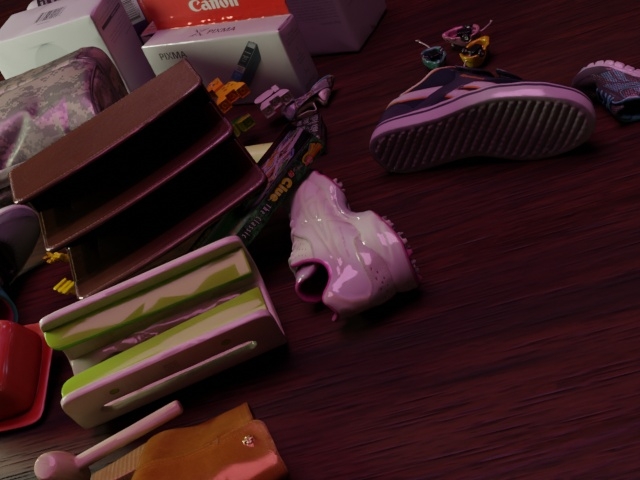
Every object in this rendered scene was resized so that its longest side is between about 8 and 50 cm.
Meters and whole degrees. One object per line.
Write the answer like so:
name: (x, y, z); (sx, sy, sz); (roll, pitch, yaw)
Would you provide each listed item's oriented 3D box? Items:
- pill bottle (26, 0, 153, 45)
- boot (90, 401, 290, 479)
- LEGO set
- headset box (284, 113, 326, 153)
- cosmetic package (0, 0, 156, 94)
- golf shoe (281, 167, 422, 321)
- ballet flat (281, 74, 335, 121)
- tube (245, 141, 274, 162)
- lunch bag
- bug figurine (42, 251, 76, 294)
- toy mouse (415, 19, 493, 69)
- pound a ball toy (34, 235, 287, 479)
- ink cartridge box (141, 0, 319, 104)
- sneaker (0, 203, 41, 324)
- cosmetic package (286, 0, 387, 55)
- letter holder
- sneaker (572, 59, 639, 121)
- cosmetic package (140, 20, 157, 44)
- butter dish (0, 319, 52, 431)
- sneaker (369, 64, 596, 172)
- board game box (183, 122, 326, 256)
pill bottle: (-0.474, -0.445, 2.197); (0.323, 0.181, 0.181); (-25, 35, -1)
boot: (-0.128, 0.284, 1.093); (0.211, 0.104, 0.295); (-25, 30, 0)
LEGO set: (-0.168, -0.211, 1.759); (0.227, 0.087, 0.093); (-36, 32, -1)
headset box: (-0.024, -0.158, 1.678); (0.062, 0.032, 0.083); (-17, 36, 12)
cosmetic package: (-0.451, -0.323, 1.983); (0.224, 0.224, 0.138); (-11, 34, 18)
golf shoe: (0.000, 0.000, 1.389); (0.140, 0.115, 0.306); (-36, 35, -11)
ballet flat: (-0.011, -0.231, 1.770); (0.114, 0.041, 0.041); (-37, 36, -17)
tube: (-0.153, -0.114, 1.659); (0.240, 0.070, 0.062); (-6, 26, 22)
lunch bag: (-0.462, -0.160, 1.763); (0.305, 0.212, 0.256); (-21, 22, 4)
bug figurine: (-0.284, -0.004, 1.596); (0.279, 0.072, 0.216); (-44, 33, -19)
toy mouse: (0.216, -0.310, 1.737); (0.143, 0.031, 0.161); (10, 47, 39)
pound a ball toy: (-0.198, 0.162, 1.303); (0.319, 0.136, 0.208); (-25, 60, 0)
ink cartridge box: (-0.179, -0.357, 1.833); (0.296, 0.261, 0.066); (0, 40, 31)
sneaker: (-0.490, 0.065, 1.577); (0.178, 0.124, 0.295); (8, 53, 45)
cosmetic package: (0.004, -0.447, 1.910); (0.151, 0.183, 0.151); (1, 42, 31)
letter holder: (-0.250, -0.082, 1.454); (0.302, 0.152, 0.214); (-33, 30, -2)
sneaker: (0.408, -0.198, 1.448); (0.166, 0.065, 0.076); (14, 54, 44)
cosmetic package: (-0.200, -0.432, 2.062); (0.153, 0.129, 0.296); (-4, 39, 29)
butter dish: (-0.449, 0.166, 1.409); (0.160, 0.118, 0.160); (-13, 52, 16)
sneaker: (0.225, -0.184, 1.481); (0.321, 0.126, 0.127); (-5, 45, 29)
board game box: (-0.097, -0.046, 1.465); (0.259, 0.030, 0.136); (-52, 24, 1)
